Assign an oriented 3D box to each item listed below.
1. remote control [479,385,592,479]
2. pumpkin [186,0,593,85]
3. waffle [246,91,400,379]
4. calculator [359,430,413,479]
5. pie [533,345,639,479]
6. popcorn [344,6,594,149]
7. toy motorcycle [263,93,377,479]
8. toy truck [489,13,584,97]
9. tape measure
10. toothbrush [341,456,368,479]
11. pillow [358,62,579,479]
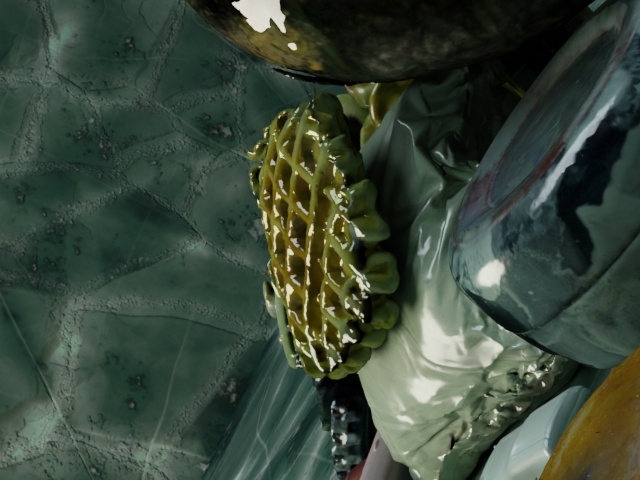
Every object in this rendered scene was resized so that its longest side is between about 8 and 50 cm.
[{"bbox_3d":[0.146,0.146,1.379,0.061,0.029,0.162,-61,4,-25],"label":"remote control"},{"bbox_3d":[0.069,-0.312,1.402,0.454,0.454,0.344,-65,-36,-41],"label":"pumpkin"},{"bbox_3d":[0.000,0.000,1.506,0.214,0.054,0.208,145,114,-66],"label":"waffle"},{"bbox_3d":[0.062,0.204,1.641,0.175,0.032,0.100,-66,-28,-49],"label":"calculator"},{"bbox_3d":[0.177,0.115,1.015,0.273,0.069,0.273,-61,3,6],"label":"pie"},{"bbox_3d":[0.148,-0.116,1.711,0.270,0.258,0.224,18,68,42],"label":"popcorn"},{"bbox_3d":[0.031,0.031,1.901,0.237,0.168,0.410,-72,-19,-52],"label":"toy motorcycle"},{"bbox_3d":[0.209,-0.110,1.501,0.085,0.191,0.116,-45,-38,0],"label":"toy truck"},{"bbox_3d":[0.206,-0.050,1.259,0.275,0.147,0.256,-56,7,2],"label":"tape measure"},{"bbox_3d":[0.036,0.241,1.888,0.364,0.041,0.041,-54,8,53],"label":"toothbrush"},{"bbox_3d":[0.102,0.033,1.521,0.310,0.138,0.283,123,137,-58],"label":"pillow"}]
